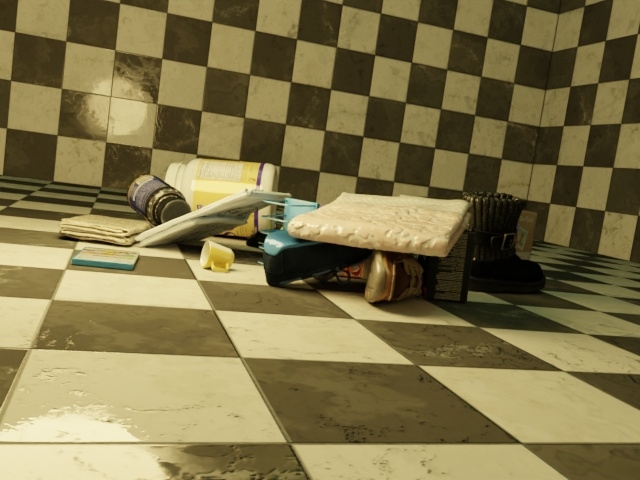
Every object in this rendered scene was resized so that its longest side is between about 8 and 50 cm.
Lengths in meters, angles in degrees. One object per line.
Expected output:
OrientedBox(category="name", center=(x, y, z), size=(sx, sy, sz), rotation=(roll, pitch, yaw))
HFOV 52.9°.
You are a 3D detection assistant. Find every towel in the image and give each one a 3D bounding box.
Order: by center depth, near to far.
OrientedBox(category="towel", center=(0.141, -0.044, 1.393), size=(0.332, 0.053, 0.317), rotation=(6, 18, 22))
OrientedBox(category="towel", center=(-0.560, -0.029, 1.694), size=(0.187, 0.049, 0.282), rotation=(9, 5, -3))

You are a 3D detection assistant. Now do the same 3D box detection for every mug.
OrientedBox(category="mug", center=(-0.231, 0.044, 1.451), size=(0.064, 0.078, 0.062), rotation=(14, -30, -26))

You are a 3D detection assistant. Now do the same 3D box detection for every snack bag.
OrientedBox(category="snack bag", center=(-0.265, -0.059, 1.702), size=(0.342, 0.037, 0.323), rotation=(-21, -5, 17))

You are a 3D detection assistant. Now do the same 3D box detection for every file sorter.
OrientedBox(category="file sorter", center=(-0.086, -0.016, 1.620), size=(0.104, 0.170, 0.118), rotation=(-4, 12, -44))

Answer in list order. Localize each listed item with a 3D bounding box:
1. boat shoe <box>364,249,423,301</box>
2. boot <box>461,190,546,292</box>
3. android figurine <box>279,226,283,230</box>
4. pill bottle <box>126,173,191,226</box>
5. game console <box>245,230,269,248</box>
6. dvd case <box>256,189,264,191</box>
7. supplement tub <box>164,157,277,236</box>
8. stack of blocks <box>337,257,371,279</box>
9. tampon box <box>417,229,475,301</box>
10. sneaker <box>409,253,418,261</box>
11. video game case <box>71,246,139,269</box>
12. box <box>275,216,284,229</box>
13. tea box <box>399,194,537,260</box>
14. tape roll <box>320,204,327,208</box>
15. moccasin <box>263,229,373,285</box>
OrientedBox(category="boat shoe", center=(0.164, 0.070, 1.373), size=(0.116, 0.123, 0.324), rotation=(11, 8, 8))
OrientedBox(category="boot", center=(0.503, 0.004, 1.734), size=(0.348, 0.260, 0.131), rotation=(3, 8, -39))
OrientedBox(category="android figurine", center=(0.000, 0.000, 2.005), size=(0.248, 0.056, 0.273), rotation=(12, -1, -14))
OrientedBox(category="pill bottle", center=(-0.458, -0.105, 1.837), size=(0.123, 0.123, 0.219), rotation=(3, 18, -40))
OrientedBox(category="game console", center=(-0.146, 0.018, 1.951), size=(0.122, 0.071, 0.107), rotation=(11, 37, 31))
OrientedBox(category="dvd case", center=(-0.215, -0.105, 1.678), size=(0.119, 0.013, 0.087), rotation=(-21, -4, 24))
OrientedBox(category="supplement tub", center=(-0.311, -0.136, 2.050), size=(0.331, 0.241, 0.241), rotation=(4, 6, 1))
OrientedBox(category="stack of blocks", center=(0.075, 0.033, 1.732), size=(0.171, 0.087, 0.297), rotation=(7, 6, -13))
OrientedBox(category="tampon box", center=(0.286, 0.050, 1.493), size=(0.101, 0.161, 0.120), rotation=(6, 6, -4))
OrientedBox(category="sneaker", center=(0.273, 0.056, 1.726), size=(0.135, 0.097, 0.276), rotation=(5, 5, -3))
OrientedBox(category="video game case", center=(-0.451, 0.037, 1.364), size=(0.119, 0.015, 0.166), rotation=(6, 6, -12))
OrientedBox(category="box", center=(-0.056, -0.050, 2.518), size=(0.175, 0.051, 0.220), rotation=(5, 7, -25))
OrientedBox(category="tea box", center=(0.464, -0.016, 2.076), size=(0.329, 0.220, 0.323), rotation=(2, 8, -43))
OrientedBox(category="tape roll", center=(0.015, -0.051, 2.172), size=(0.189, 0.080, 0.189), rotation=(6, -18, 2))
OrientedBox(category="moccasin", center=(-0.006, 0.034, 1.456), size=(0.342, 0.117, 0.138), rotation=(-3, 21, -42))
